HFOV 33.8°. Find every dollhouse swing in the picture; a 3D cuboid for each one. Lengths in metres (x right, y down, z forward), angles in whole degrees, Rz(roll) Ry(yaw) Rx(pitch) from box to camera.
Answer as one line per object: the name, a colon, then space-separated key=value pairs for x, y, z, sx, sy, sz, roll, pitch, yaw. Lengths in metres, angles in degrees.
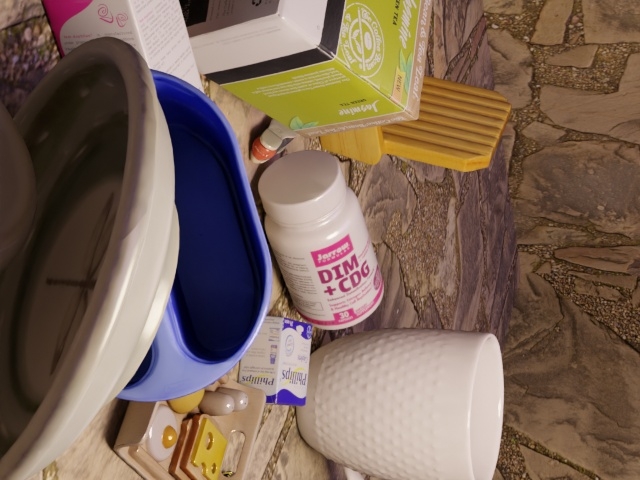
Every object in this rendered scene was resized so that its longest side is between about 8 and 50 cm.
dollhouse swing: x=0.180 y=-0.327 z=1.985 sx=0.347 sy=0.304 sz=0.315 roll=-57 pitch=143 yaw=-52

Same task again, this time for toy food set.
toy food set: x=-0.158 y=0.236 z=1.436 sx=0.306 sy=0.092 sz=0.220 roll=62 pitch=35 yaw=-51

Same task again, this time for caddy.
caddy: x=-0.183 y=-0.004 z=1.073 sx=0.179 sy=0.241 sz=0.341 roll=104 pitch=-30 yaw=-78

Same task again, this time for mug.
mug: x=0.141 y=0.336 z=1.886 sx=0.276 sy=0.328 sz=0.374 roll=-42 pitch=130 yaw=-61

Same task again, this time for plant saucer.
plant saucer: x=-0.215 y=0.032 z=0.881 sx=0.100 sy=0.400 sz=0.401 roll=24 pitch=65 yaw=-33

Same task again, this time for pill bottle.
pill bottle: x=0.000 y=0.000 z=1.735 sx=0.283 sy=0.160 sz=0.160 roll=70 pitch=30 yaw=-42

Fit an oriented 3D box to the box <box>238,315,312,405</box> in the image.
box: x=-0.071 y=0.193 z=1.685 sx=0.126 sy=0.072 sz=0.137 roll=25 pitch=69 yaw=-66

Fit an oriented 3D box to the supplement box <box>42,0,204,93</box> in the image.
supplement box: x=-0.221 y=-0.212 z=1.224 sx=0.114 sy=0.111 sz=0.220 roll=-62 pitch=147 yaw=-50

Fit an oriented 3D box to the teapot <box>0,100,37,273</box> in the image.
teapot: x=-0.356 y=-0.036 z=0.805 sx=0.256 sy=0.187 sz=0.253 roll=30 pitch=36 yaw=-42

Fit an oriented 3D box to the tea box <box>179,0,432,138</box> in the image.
tea box: x=-0.014 y=-0.364 z=1.492 sx=0.323 sy=0.220 sz=0.329 roll=26 pitch=66 yaw=-48

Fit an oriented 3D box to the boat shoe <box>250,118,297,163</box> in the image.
boat shoe: x=-0.075 y=-0.163 z=1.699 sx=0.043 sy=0.049 sz=0.137 roll=-51 pitch=-179 yaw=30

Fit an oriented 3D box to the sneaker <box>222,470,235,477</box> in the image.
sneaker: x=-0.143 y=0.363 z=1.578 sx=0.083 sy=0.031 sz=0.035 roll=33 pitch=47 yaw=-70
